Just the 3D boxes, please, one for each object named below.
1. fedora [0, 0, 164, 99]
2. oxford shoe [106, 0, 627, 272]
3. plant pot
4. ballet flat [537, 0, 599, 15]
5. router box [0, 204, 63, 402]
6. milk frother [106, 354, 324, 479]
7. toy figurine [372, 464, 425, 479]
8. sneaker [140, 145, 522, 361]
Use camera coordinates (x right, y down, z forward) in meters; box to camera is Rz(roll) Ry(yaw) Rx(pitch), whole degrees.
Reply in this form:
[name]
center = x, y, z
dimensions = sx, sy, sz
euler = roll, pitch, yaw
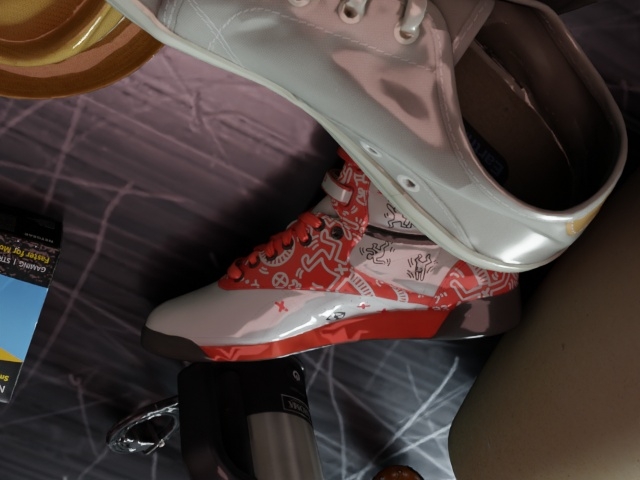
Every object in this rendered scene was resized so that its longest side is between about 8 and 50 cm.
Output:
[fedora]
center = -0.169, -0.162, 0.744
dimensions = 0.194, 0.079, 0.194
euler = -4, 117, -8
[oxford shoe]
center = 0.009, -0.148, 0.704
dimensions = 0.449, 0.130, 0.169
euler = 39, 64, -14
[plant pot]
center = 0.229, 0.107, 0.870
dimensions = 0.256, 0.257, 0.274
euler = 32, 124, -22
[ballet flat]
center = 0.214, -0.208, 0.760
dimensions = 0.280, 0.095, 0.096
euler = -21, 150, 2
[router box]
center = -0.281, 0.028, 0.843
dimensions = 0.178, 0.046, 0.133
euler = 16, 114, -16
[milk frother]
center = -0.075, 0.165, 0.888
dimensions = 0.129, 0.135, 0.143
euler = 21, 129, -32
[toy figurine]
center = 0.096, 0.295, 0.990
dimensions = 0.209, 0.148, 0.213
euler = 20, 115, -11
[sneaker]
center = 0.001, 0.000, 0.855
dimensions = 0.270, 0.090, 0.145
euler = -6, 101, 6
